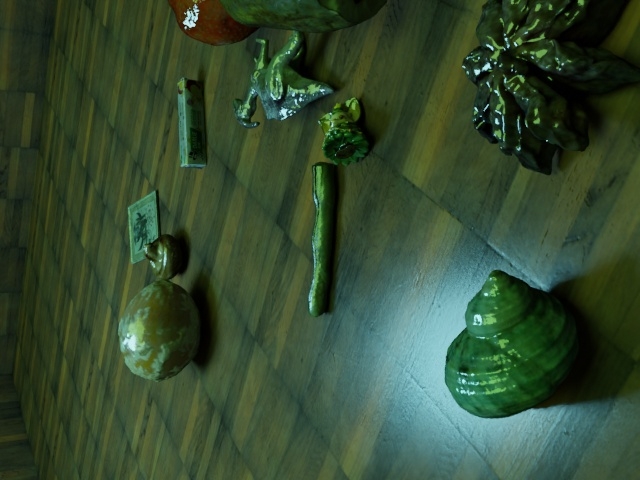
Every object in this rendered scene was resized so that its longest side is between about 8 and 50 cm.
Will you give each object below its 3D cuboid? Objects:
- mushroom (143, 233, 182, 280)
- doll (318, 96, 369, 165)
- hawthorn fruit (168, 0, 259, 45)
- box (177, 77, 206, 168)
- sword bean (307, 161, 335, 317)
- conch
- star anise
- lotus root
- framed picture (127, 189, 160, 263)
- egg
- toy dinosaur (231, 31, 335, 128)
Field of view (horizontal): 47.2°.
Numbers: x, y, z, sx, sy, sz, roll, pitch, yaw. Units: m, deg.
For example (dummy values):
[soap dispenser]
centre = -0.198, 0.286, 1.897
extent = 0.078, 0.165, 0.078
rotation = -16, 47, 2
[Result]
[mushroom]
centre = -0.385, 0.039, 1.811
extent = 0.126, 0.085, 0.109
rotation = -5, 121, 55
[doll]
centre = 0.043, -0.173, 1.185
extent = 0.078, 0.076, 0.113
rotation = -29, 33, 27
[hawthorn fruit]
centre = -0.175, -0.494, 1.387
extent = 0.253, 0.205, 0.205
rotation = -44, 54, 38
[box]
centre = -0.299, -0.271, 1.703
extent = 0.041, 0.049, 0.207
rotation = -10, 82, 58
[sword bean]
centre = 0.000, 0.001, 1.255
extent = 0.043, 0.038, 0.269
rotation = 12, 102, 51
[conch]
centre = 0.213, 0.127, 0.855
extent = 0.176, 0.121, 0.188
rotation = -103, 30, -64
[star anise]
centre = 0.238, -0.200, 0.828
extent = 0.236, 0.109, 0.223
rotation = 49, 125, 48
[lotus root]
centre = -0.048, -0.448, 1.138
extent = 0.346, 0.250, 0.251
rotation = 19, 106, 55
[framed picture]
centre = -0.491, -0.034, 2.038
extent = 0.231, 0.010, 0.173
rotation = -19, 75, 56
[egg]
centre = -0.369, 0.207, 1.692
extent = 0.195, 0.194, 0.233
rotation = 22, 112, 55
[toy dinosaur]
centre = -0.076, -0.296, 1.337
extent = 0.294, 0.077, 0.162
rotation = -2, 90, 61
